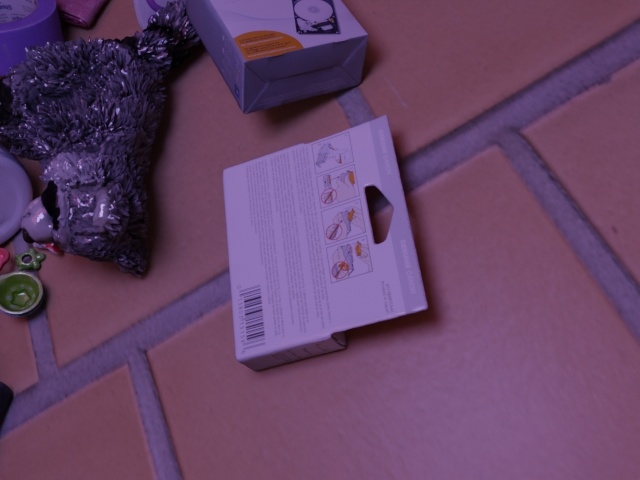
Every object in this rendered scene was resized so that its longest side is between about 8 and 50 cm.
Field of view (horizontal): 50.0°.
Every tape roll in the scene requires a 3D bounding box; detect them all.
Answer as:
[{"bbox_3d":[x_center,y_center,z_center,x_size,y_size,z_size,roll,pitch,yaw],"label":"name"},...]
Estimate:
[{"bbox_3d":[-0.545,-0.365,1.182,0.188,0.080,0.189,2,42,-2],"label":"tape roll"}]

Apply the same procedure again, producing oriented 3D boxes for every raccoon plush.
[{"bbox_3d":[-0.254,-0.171,0.972,0.299,0.216,0.446,41,87,24],"label":"raccoon plush"}]

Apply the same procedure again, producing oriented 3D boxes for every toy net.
[{"bbox_3d":[-0.528,0.065,1.006,0.232,0.045,0.122,-5,68,-15],"label":"toy net"}]

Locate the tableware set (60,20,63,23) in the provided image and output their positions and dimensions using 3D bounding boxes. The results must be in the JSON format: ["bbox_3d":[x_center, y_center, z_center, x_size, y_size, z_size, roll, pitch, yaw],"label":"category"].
[{"bbox_3d":[-0.549,-0.433,1.315,0.141,0.020,0.169,-43,58,1],"label":"tableware set"}]

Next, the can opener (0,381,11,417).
[{"bbox_3d":[-0.498,0.325,0.921,0.074,0.093,0.281,0,59,22],"label":"can opener"}]

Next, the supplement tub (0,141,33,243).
[{"bbox_3d":[-0.621,-0.127,1.107,0.316,0.193,0.194,37,85,31],"label":"supplement tub"}]

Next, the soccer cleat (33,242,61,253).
[{"bbox_3d":[-0.426,0.003,1.061,0.083,0.029,0.036,41,96,35],"label":"soccer cleat"}]

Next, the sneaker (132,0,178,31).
[{"bbox_3d":[-0.264,-0.478,1.142,0.152,0.114,0.305,11,101,61],"label":"sneaker"}]

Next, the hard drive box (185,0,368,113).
[{"bbox_3d":[-0.068,-0.302,0.962,0.181,0.089,0.232,-18,56,-20],"label":"hard drive box"}]

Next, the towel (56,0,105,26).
[{"bbox_3d":[-0.443,-0.560,1.303,0.237,0.037,0.329,20,75,25],"label":"towel"}]

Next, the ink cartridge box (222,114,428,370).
[{"bbox_3d":[0.000,0.000,0.856,0.238,0.060,0.275,-16,61,15],"label":"ink cartridge box"}]
